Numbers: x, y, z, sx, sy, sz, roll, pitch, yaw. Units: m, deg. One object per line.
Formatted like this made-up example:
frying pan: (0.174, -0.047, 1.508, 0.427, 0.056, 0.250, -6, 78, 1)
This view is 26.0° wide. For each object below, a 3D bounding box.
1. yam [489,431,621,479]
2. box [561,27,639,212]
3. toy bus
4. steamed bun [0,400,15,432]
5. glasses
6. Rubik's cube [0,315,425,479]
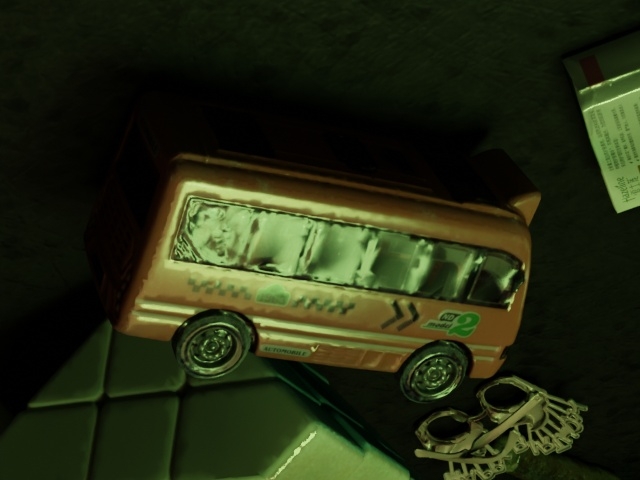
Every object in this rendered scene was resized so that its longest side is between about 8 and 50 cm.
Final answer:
yam: (0.354, 0.342, 2.063, 0.061, 0.061, 0.274, -37, 139, 29)
box: (0.338, -0.127, 1.419, 0.135, 0.081, 0.199, -20, 141, 10)
toy bus: (0.000, 0.000, 1.370, 0.427, 0.203, 0.233, 9, 118, -25)
steamed bun: (-0.396, 0.301, 1.619, 0.155, 0.250, 0.200, -11, 142, 0)
glasses: (0.246, 0.280, 1.892, 0.255, 0.095, 0.162, -31, 128, 30)
Rubik's cube: (-0.114, 0.267, 1.515, 0.319, 0.322, 0.316, -48, 139, 1)
